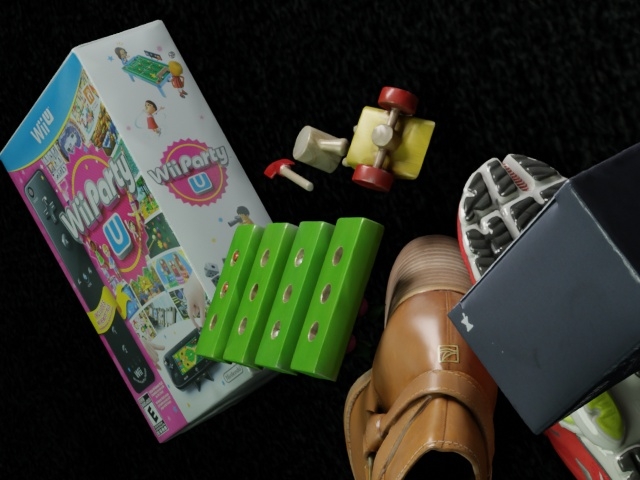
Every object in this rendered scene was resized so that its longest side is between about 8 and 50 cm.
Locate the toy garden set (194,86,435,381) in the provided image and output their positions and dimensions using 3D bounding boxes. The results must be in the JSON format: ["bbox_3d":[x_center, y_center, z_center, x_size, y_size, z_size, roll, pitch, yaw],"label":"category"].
[{"bbox_3d":[0.000,0.000,1.213,0.244,0.049,0.203,-1,70,67],"label":"toy garden set"}]

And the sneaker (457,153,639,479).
[{"bbox_3d":[0.158,0.081,1.080,0.279,0.107,0.118,62,157,8],"label":"sneaker"}]

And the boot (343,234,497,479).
[{"bbox_3d":[0.075,0.164,1.146,0.220,0.109,0.283,-88,7,-54],"label":"boot"}]

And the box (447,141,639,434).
[{"bbox_3d":[0.181,0.012,0.946,0.093,0.158,0.156,55,146,14],"label":"box"}]

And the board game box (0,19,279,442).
[{"bbox_3d":[-0.139,-0.001,1.442,0.303,0.097,0.224,61,147,7],"label":"board game box"}]
